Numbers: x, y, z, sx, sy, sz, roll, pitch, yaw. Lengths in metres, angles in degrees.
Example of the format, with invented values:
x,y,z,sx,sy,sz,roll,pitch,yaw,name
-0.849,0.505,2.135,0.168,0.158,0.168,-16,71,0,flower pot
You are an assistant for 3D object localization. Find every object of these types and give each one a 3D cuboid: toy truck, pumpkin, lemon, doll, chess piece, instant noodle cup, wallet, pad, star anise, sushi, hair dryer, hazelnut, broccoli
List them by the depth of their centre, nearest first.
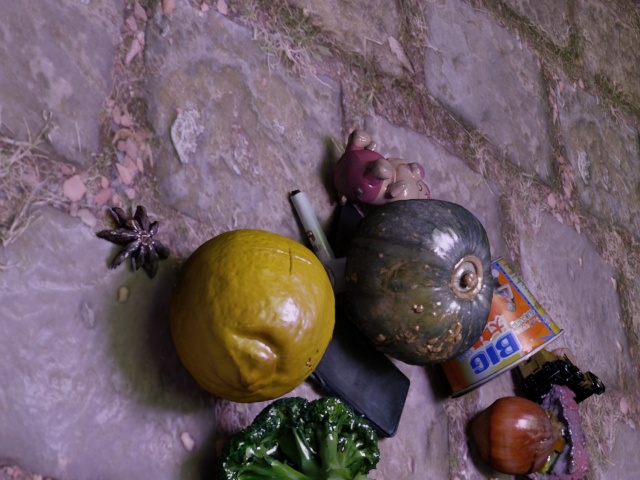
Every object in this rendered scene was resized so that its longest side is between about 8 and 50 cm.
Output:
x,y,z,sx,sy,sz,roll,pitch,yaw,name
-0.026,0.396,1.579,0.298,0.297,0.297,-2,96,-22,broccoli
-0.114,0.124,1.622,0.297,0.297,0.297,24,54,-38,lemon
-0.313,-0.004,1.661,0.141,0.042,0.141,26,52,-38,star anise
0.189,0.082,1.901,0.292,0.257,0.327,9,87,-39,pumpkin
0.059,0.251,1.921,0.318,0.045,0.172,45,45,-26,wallet
0.000,0.000,1.992,0.131,0.073,0.236,-13,71,-51,hair dryer
0.120,0.025,2.095,0.245,0.006,0.170,50,21,-17,pad
0.354,0.181,2.116,0.296,0.296,0.214,-23,80,-50,instant noodle cup
0.149,-0.124,2.131,0.256,0.152,0.196,34,50,-42,doll
0.426,0.426,2.139,0.182,0.182,0.182,24,54,-38,hazelnut
0.528,0.463,2.236,0.107,0.161,0.241,32,41,-40,sushi
0.587,0.339,2.384,0.257,0.127,0.127,27,28,-43,toy truck
0.630,0.319,2.510,0.084,0.038,0.083,24,56,-40,chess piece

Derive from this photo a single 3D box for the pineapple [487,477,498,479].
x,y,z,sx,sy,sz,roll,pitch,yaw,name
0.416,0.692,2.006,0.344,0.286,0.209,36,1,23,pineapple

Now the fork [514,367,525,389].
x,y,z,sx,sy,sz,roll,pitch,yaw,name
0.483,0.325,2.371,0.016,0.012,0.115,-22,82,-54,fork

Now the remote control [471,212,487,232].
x,y,z,sx,sy,sz,roll,pitch,yaw,name
0.384,0.038,2.405,0.077,0.022,0.245,30,50,-32,remote control
